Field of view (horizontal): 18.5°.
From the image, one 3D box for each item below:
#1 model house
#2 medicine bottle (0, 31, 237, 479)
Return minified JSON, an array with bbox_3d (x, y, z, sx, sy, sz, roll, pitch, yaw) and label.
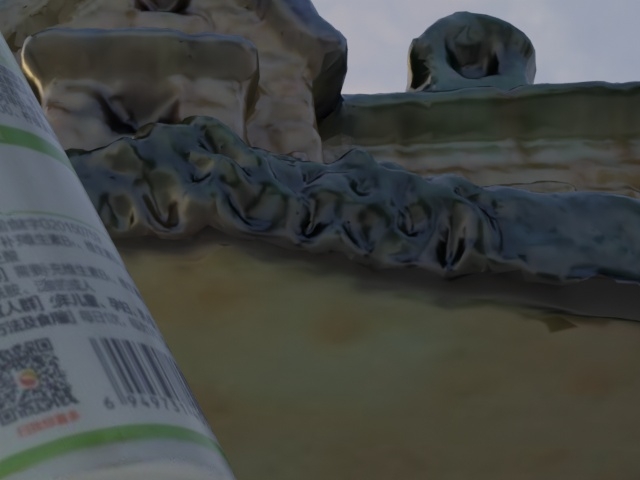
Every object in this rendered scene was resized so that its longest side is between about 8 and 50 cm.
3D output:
[{"bbox_3d":[0.000,0.000,1.144,0.445,0.400,0.395,0,-47,-3],"label":"model house"},{"bbox_3d":[-0.091,0.003,0.415,0.086,0.183,0.086,-22,-31,-14],"label":"medicine bottle"}]
